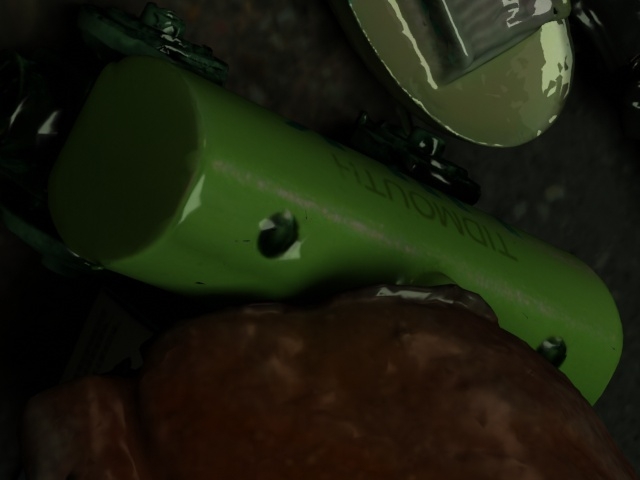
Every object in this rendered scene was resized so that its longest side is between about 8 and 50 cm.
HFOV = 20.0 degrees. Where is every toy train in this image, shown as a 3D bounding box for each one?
[{"bbox_3d":[0.000,0.000,0.651,0.253,0.157,0.105,23,96,-39],"label":"toy train"}]

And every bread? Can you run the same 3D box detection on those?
[{"bbox_3d":[0.026,0.128,0.612,0.190,0.123,0.244,-17,142,7],"label":"bread"}]

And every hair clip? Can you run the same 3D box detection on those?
[{"bbox_3d":[0.035,-0.127,0.675,0.159,0.071,0.218,-30,119,-17],"label":"hair clip"}]

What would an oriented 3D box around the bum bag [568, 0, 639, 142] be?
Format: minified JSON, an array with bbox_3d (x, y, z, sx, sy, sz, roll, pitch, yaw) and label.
[{"bbox_3d":[0.189,-0.059,0.820,0.123,0.060,0.248,-43,127,-12],"label":"bum bag"}]

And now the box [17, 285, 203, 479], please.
[{"bbox_3d":[-0.056,0.131,0.727,0.139,0.073,0.194,18,100,-38],"label":"box"}]
